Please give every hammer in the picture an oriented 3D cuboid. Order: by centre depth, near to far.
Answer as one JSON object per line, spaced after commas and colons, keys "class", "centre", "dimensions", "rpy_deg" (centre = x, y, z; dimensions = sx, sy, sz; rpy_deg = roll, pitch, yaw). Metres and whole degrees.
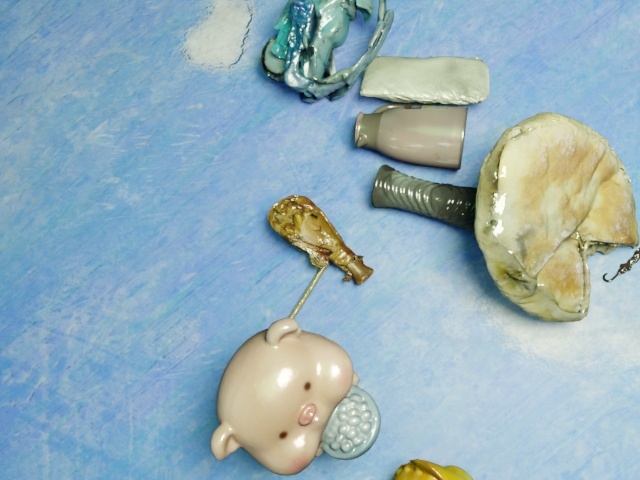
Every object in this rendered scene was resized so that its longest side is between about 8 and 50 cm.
{"class": "hammer", "centre": [-0.033, 0.126, 1.025], "dimensions": [0.060, 0.028, 0.195], "rpy_deg": [32, 82, 8]}

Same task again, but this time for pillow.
{"class": "pillow", "centre": [0.186, -0.292, 1.068], "dimensions": [0.229, 0.051, 0.128], "rpy_deg": [6, 48, 11]}

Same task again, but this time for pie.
{"class": "pie", "centre": [0.361, -0.048, 0.909], "dimensions": [0.337, 0.075, 0.337], "rpy_deg": [2, 85, -27]}

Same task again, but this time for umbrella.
{"class": "umbrella", "centre": [0.510, 0.030, 0.965], "dimensions": [0.122, 0.013, 0.022], "rpy_deg": [-37, 52, 0]}

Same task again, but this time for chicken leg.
{"class": "chicken leg", "centre": [0.001, 0.000, 1.014], "dimensions": [0.207, 0.101, 0.085], "rpy_deg": [39, 84, 8]}

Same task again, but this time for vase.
{"class": "vase", "centre": [0.208, -0.063, 0.997], "dimensions": [0.237, 0.115, 0.115], "rpy_deg": [15, 79, 17]}

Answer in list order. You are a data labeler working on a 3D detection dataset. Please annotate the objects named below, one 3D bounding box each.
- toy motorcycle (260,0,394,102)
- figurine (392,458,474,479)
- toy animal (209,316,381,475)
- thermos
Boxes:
{"class": "toy motorcycle", "centre": [0.013, -0.381, 1.076], "dimensions": [0.206, 0.154, 0.260], "rpy_deg": [29, 94, 18]}
{"class": "figurine", "centre": [0.199, 0.422, 0.863], "dimensions": [0.246, 0.131, 0.156], "rpy_deg": [49, 51, 6]}
{"class": "toy animal", "centre": [-0.041, 0.224, 0.896], "dimensions": [0.229, 0.221, 0.210], "rpy_deg": [24, 87, -15]}
{"class": "thermos", "centre": [0.156, -0.195, 1.044], "dimensions": [0.193, 0.105, 0.137], "rpy_deg": [7, 49, 14]}
